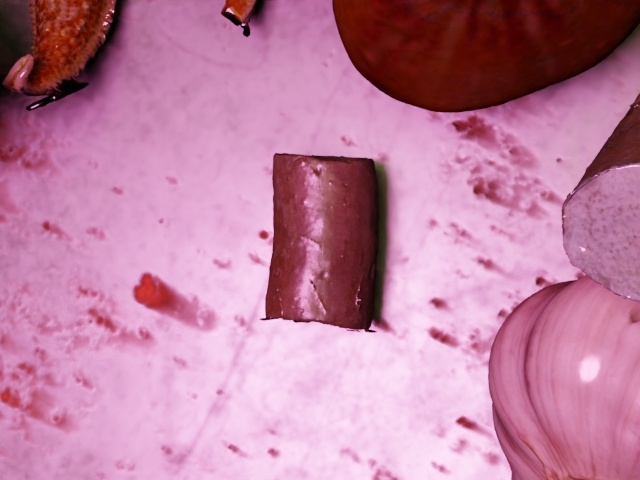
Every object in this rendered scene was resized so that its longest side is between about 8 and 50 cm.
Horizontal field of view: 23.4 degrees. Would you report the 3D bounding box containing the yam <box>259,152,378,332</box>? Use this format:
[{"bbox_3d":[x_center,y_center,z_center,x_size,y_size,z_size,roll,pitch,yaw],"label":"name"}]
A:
[{"bbox_3d":[0.001,0.000,1.098,0.084,0.084,0.127,2,89,12],"label":"yam"}]

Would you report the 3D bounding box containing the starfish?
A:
[{"bbox_3d":[-0.204,-0.244,1.147,0.312,0.113,0.303,-4,84,9],"label":"starfish"}]

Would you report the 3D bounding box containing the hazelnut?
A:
[{"bbox_3d":[0.111,-0.185,1.021,0.229,0.229,0.229,-1,85,12],"label":"hazelnut"}]

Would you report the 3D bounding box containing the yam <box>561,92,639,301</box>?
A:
[{"bbox_3d":[0.235,-0.056,0.958,0.106,0.259,0.106,13,123,22],"label":"yam"}]

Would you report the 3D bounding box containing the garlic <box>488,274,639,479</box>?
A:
[{"bbox_3d":[0.233,0.088,0.997,0.245,0.245,0.253,26,59,13],"label":"garlic"}]
